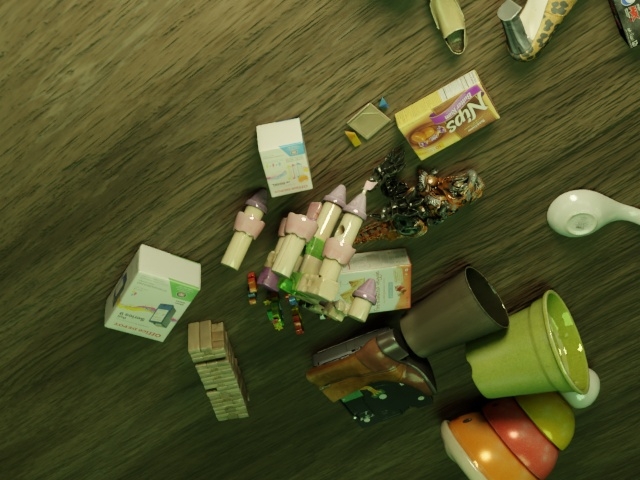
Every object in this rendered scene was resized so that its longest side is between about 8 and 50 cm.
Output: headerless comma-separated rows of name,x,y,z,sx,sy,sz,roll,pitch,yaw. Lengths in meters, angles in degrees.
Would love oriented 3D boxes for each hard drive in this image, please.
hard drive,0.151,0.389,2.223,0.236,0.064,0.339,-24,133,13

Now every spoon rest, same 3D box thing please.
spoon rest,0.677,-0.052,1.891,0.276,0.084,0.137,12,130,-2

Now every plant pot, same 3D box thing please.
plant pot,0.532,0.299,2.086,0.253,0.276,0.276,-22,134,28

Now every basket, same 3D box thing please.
basket,0.328,0.193,2.010,0.227,0.154,0.204,-31,129,25

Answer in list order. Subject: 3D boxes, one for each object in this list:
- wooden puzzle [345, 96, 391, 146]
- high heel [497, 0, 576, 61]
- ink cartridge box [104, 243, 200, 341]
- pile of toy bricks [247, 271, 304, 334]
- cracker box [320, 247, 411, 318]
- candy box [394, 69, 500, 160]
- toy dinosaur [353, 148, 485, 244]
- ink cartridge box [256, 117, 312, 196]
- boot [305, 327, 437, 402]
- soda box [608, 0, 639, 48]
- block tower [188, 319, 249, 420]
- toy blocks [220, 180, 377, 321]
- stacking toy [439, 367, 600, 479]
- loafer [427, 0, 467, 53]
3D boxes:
wooden puzzle,0.099,-0.247,1.645,0.116,0.014,0.078,-33,134,21
high heel,0.453,-0.451,1.484,0.261,0.093,0.186,-37,152,9
ink cartridge box,-0.397,0.129,1.870,0.154,0.093,0.212,21,129,-27
pile of toy bricks,-0.108,0.166,1.941,0.118,0.105,0.212,-14,134,5
cracker box,0.103,0.107,1.945,0.232,0.067,0.156,-7,133,-1
candy box,0.261,-0.256,1.635,0.186,0.053,0.109,-27,131,18
toy dinosaur,0.201,-0.064,1.752,0.322,0.164,0.218,-45,144,4
ink cartridge box,-0.071,-0.164,1.643,0.092,0.090,0.143,-12,133,2
boot,0.143,0.375,2.101,0.280,0.096,0.264,-31,130,21
soda box,0.579,-0.448,1.496,0.053,0.060,0.169,-26,133,17
block tower,-0.265,0.354,2.104,0.090,0.097,0.335,-10,135,2
toy blocks,0.000,0.000,1.703,0.309,0.260,0.288,31,165,-31
stacking toy,0.626,0.546,2.344,0.480,0.350,0.350,-42,128,4
loafer,0.245,-0.411,1.486,0.056,0.050,0.148,-25,132,15
